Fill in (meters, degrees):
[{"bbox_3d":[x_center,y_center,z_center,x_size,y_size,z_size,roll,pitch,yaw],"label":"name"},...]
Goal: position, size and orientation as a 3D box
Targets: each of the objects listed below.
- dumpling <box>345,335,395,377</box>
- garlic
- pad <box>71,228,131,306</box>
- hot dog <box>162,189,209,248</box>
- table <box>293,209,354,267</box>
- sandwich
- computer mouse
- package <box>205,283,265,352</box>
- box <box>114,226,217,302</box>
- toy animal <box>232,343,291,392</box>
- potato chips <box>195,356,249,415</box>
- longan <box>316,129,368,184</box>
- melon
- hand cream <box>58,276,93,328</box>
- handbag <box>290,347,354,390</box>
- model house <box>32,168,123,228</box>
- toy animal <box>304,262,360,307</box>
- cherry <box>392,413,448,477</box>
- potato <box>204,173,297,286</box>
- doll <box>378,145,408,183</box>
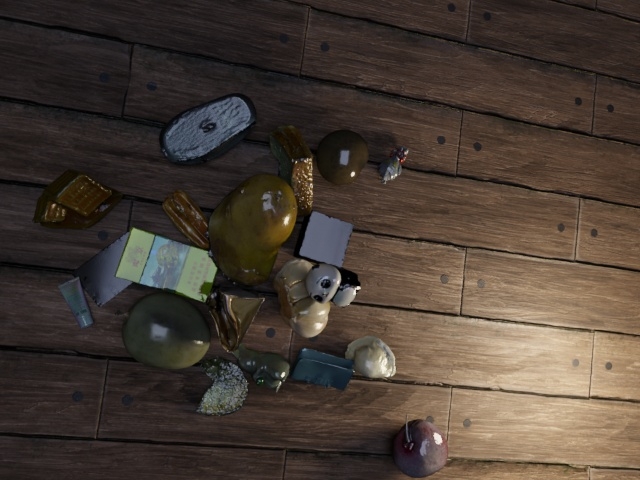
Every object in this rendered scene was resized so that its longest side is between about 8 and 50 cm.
[{"bbox_3d":[0.197,0.446,1.944,0.180,0.111,0.155,11,88,-17],"label":"dumpling"},{"bbox_3d":[-0.065,0.219,1.877,0.203,0.185,0.281,-13,69,-31],"label":"garlic"},{"bbox_3d":[-0.736,0.097,1.822,0.265,0.009,0.160,-38,95,-9],"label":"pad"},{"bbox_3d":[-0.474,-0.070,1.853,0.109,0.072,0.270,-39,94,-9],"label":"hot dog"},{"bbox_3d":[0.000,0.000,1.884,0.172,0.193,0.169,18,84,-10],"label":"table"},{"bbox_3d":[-0.107,-0.271,1.917,0.099,0.289,0.254,-18,47,-18],"label":"sandwich"},{"bbox_3d":[-0.408,-0.407,1.862,0.373,0.114,0.204,-26,95,-4],"label":"computer mouse"},{"bbox_3d":[-0.328,0.239,1.744,0.164,0.311,0.222,29,83,-10],"label":"package"},{"bbox_3d":[-0.546,0.090,1.833,0.334,0.047,0.187,19,84,-13],"label":"box"},{"bbox_3d":[-0.239,0.450,1.865,0.251,0.127,0.126,28,100,3],"label":"toy animal"},{"bbox_3d":[-0.370,0.537,1.868,0.201,0.029,0.220,-10,92,-13],"label":"potato chips"},{"bbox_3d":[0.080,-0.316,1.924,0.197,0.198,0.213,14,90,-11],"label":"longan"},{"bbox_3d":[-0.529,0.311,1.730,0.308,0.272,0.272,40,80,-2],"label":"melon"},{"bbox_3d":[-0.851,0.221,1.777,0.076,0.047,0.174,-26,84,-9],"label":"hand cream"},{"bbox_3d":[0.006,0.491,1.903,0.220,0.057,0.144,16,123,-11],"label":"handbag"},{"bbox_3d":[-0.833,-0.128,1.694,0.173,0.239,0.268,44,79,-7],"label":"model house"},{"bbox_3d":[0.030,0.161,1.765,0.179,0.138,0.166,15,121,-30],"label":"toy animal"},{"bbox_3d":[0.378,0.793,1.928,0.266,0.183,0.213,38,95,-21],"label":"cherry"},{"bbox_3d":[-0.220,-0.036,1.763,0.289,0.296,0.398,16,80,-27],"label":"potato"},{"bbox_3d":[0.290,-0.303,2.026,0.093,0.079,0.180,27,74,19],"label":"doll"}]
